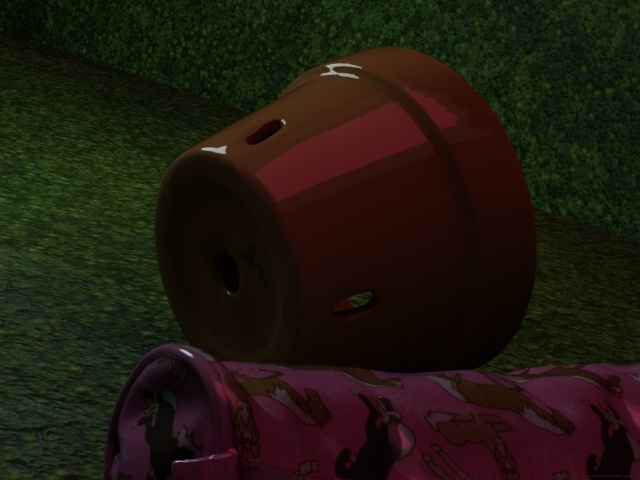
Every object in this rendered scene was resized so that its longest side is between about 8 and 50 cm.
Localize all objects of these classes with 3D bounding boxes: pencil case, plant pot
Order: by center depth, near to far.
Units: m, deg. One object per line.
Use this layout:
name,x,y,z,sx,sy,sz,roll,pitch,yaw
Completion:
pencil case,0.070,0.139,0.734,0.386,0.167,0.160,5,45,-30
plant pot,0.000,0.000,1.069,0.203,0.290,0.291,-17,28,-36
